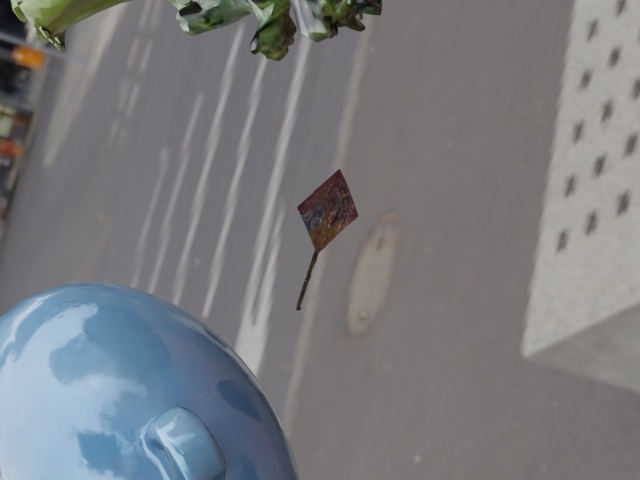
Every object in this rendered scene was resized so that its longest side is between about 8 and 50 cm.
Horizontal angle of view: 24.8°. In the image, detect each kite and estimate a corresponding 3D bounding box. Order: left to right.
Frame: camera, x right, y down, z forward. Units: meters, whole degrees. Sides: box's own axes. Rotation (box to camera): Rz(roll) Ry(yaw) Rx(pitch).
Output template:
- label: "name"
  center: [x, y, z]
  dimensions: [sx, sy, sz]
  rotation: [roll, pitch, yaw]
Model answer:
- label: "kite"
  center: [-0.004, -0.003, 0.809]
  dimensions: [0.002, 0.044, 0.078]
  rotation: [23, 77, 45]

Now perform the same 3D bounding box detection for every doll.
- label: "doll"
  center: [-0.104, 0.116, 0.669]
  dimensions: [0.141, 0.177, 0.314]
  rotation: [-32, -2, -29]

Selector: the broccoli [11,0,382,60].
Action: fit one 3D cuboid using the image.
- label: "broccoli"
  center: [-0.054, -0.153, 0.565]
  dimensions: [0.176, 0.198, 0.226]
  rotation: [-38, 32, 20]
